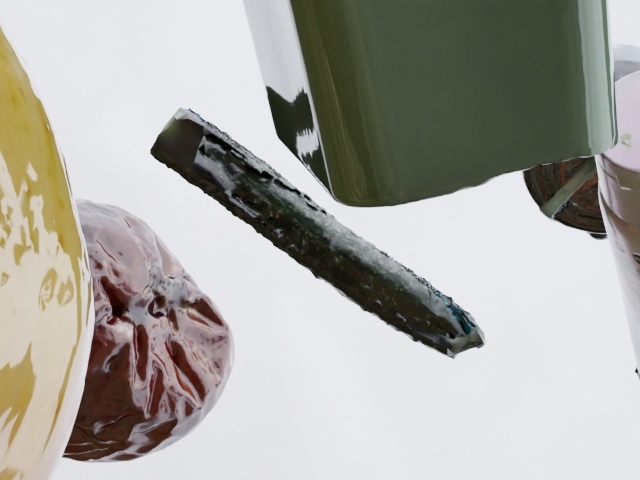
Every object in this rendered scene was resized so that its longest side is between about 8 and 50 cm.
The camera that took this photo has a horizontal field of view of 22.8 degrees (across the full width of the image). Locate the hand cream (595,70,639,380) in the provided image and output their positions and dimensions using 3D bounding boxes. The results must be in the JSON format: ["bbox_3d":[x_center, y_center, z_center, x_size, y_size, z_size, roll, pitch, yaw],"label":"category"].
[{"bbox_3d":[0.206,0.031,0.886,0.111,0.070,0.312,45,-12,36],"label":"hand cream"}]

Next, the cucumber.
[{"bbox_3d":[0.000,0.001,1.049,0.256,0.043,0.044,35,-16,0],"label":"cucumber"}]

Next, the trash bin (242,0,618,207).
[{"bbox_3d":[0.028,-0.208,0.712,0.223,0.158,0.343,-129,-155,-72],"label":"trash bin"}]

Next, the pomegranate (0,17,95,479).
[{"bbox_3d":[-0.226,-0.004,0.453,0.342,0.342,0.342,31,-35,25],"label":"pomegranate"}]

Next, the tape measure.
[{"bbox_3d":[0.271,-0.093,1.458,0.182,0.107,0.181,-23,-56,20],"label":"tape measure"}]

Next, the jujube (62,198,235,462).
[{"bbox_3d":[-0.200,0.077,1.372,0.213,0.213,0.232,10,-30,45],"label":"jujube"}]
